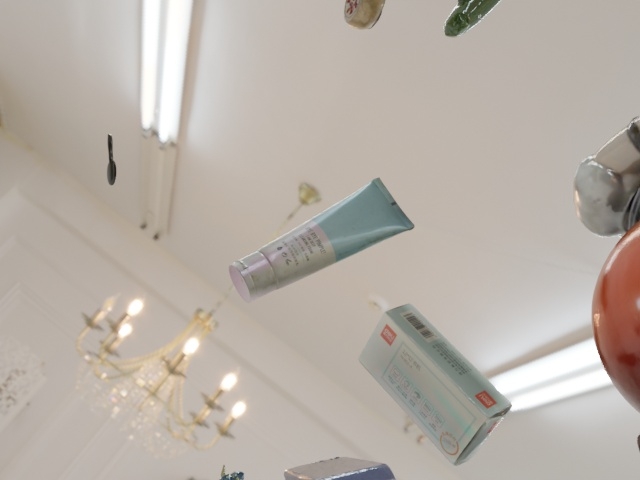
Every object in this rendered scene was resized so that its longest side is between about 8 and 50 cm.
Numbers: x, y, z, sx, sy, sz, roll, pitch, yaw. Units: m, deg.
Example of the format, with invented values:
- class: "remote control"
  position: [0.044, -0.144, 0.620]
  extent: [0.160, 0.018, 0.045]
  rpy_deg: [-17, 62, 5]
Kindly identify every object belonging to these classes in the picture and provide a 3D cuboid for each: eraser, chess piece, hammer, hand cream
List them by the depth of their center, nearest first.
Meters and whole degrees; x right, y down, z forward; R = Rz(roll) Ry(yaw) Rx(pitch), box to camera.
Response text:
- class: "eraser"
  position: [0.017, 0.261, 0.838]
  extent: [0.225, 0.082, 0.036]
  rpy_deg: [130, -52, -72]
- class: "chess piece"
  position: [0.066, -0.354, 1.148]
  extent: [0.038, 0.084, 0.083]
  rpy_deg: [11, -16, -20]
- class: "hand cream"
  position: [0.000, 0.000, 1.268]
  extent: [0.111, 0.312, 0.070]
  rpy_deg: [57, -24, 18]
- class: "hammer"
  position: [0.320, -0.468, 1.354]
  extent: [0.119, 0.335, 0.206]
  rpy_deg: [43, -16, 5]

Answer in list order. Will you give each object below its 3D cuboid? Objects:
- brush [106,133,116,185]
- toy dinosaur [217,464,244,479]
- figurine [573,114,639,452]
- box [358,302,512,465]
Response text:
- class: "brush"
  position: [-0.322, -0.125, 1.198]
  extent: [0.024, 0.083, 0.008]
  rpy_deg: [-17, -15, 40]
- class: "toy dinosaur"
  position: [-0.119, 0.318, 0.947]
  extent: [0.047, 0.083, 0.030]
  rpy_deg: [-8, -44, 35]
- class: "figurine"
  position: [0.340, 0.039, 0.705]
  extent: [0.196, 0.323, 0.320]
  rpy_deg: [-10, -42, 11]
- class: "box"
  position: [0.194, 0.248, 1.357]
  extent: [0.269, 0.079, 0.135]
  rpy_deg: [45, -51, 29]
